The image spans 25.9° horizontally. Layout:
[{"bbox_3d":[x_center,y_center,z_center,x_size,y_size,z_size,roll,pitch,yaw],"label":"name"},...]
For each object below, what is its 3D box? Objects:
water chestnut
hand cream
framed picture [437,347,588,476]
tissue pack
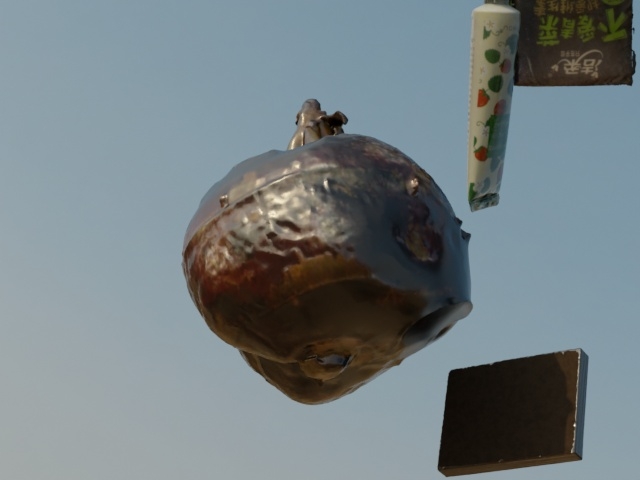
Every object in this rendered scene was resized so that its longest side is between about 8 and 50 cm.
[{"bbox_3d":[0.000,0.000,1.538,0.335,0.347,0.335,-14,-26,-7],"label":"water chestnut"},{"bbox_3d":[0.210,-0.174,1.715,0.059,0.276,0.095,8,12,29],"label":"hand cream"},{"bbox_3d":[0.212,0.191,1.535,0.168,0.128,0.023,-14,-40,34],"label":"framed picture"},{"bbox_3d":[0.338,-0.327,1.878,0.173,0.235,0.073,0,19,12],"label":"tissue pack"}]
